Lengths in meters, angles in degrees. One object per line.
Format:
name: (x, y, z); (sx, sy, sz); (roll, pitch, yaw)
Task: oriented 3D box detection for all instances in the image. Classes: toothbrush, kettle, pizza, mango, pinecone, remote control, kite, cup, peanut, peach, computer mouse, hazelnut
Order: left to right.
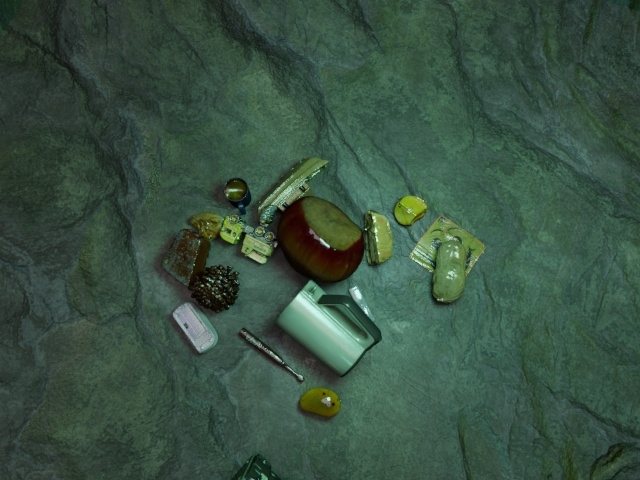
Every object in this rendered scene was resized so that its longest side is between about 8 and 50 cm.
computer mouse: (-0.563, 0.390, 1.875); (0.126, 0.056, 0.245); (-39, 82, -8)
pizza: (-0.537, -0.055, 1.951); (0.182, 0.062, 0.161); (12, 113, 23)
pinecone: (-0.455, 0.205, 1.852); (0.221, 0.221, 0.222); (0, 78, -1)
cup: (-0.392, -0.204, 1.967); (0.113, 0.138, 0.150); (12, 78, 2)
toothbrush: (-0.217, 0.513, 1.865); (0.364, 0.041, 0.041); (36, 79, 6)
hazelnut: (0.000, 0.000, 1.845); (0.359, 0.359, 0.409); (-41, 84, -9)
mango: (0.002, 0.697, 1.806); (0.178, 0.090, 0.115); (13, 85, 10)
kettle: (0.044, 0.350, 1.763); (0.376, 0.361, 0.250); (41, 38, 4)
remote control: (0.192, 0.298, 1.925); (0.049, 0.027, 0.184); (-26, 78, -7)
peach: (0.429, -0.150, 1.984); (0.151, 0.118, 0.151); (8, 109, 25)
kite: (0.605, 0.031, 1.999); (0.377, 0.013, 0.328); (-4, 77, 0)
peanut: (0.594, 0.139, 1.889); (0.143, 0.159, 0.291); (17, 77, -19)

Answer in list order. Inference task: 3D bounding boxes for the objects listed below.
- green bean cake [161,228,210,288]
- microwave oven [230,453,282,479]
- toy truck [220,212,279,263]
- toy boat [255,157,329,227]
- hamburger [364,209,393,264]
green bean cake: (-0.596, 0.077, 1.901); (0.198, 0.097, 0.233); (31, 96, 10)
microwave oven: (-0.200, 1.074, 1.592); (0.394, 0.333, 0.247); (41, 84, 7)
toy truck: (-0.334, -0.007, 1.937); (0.272, 0.124, 0.157); (26, 87, 2)
toy boat: (-0.130, -0.233, 1.985); (0.162, 0.136, 0.445); (43, 79, 3)
hamburger: (0.273, -0.019, 1.959); (0.130, 0.124, 0.262); (-2, 82, -20)
